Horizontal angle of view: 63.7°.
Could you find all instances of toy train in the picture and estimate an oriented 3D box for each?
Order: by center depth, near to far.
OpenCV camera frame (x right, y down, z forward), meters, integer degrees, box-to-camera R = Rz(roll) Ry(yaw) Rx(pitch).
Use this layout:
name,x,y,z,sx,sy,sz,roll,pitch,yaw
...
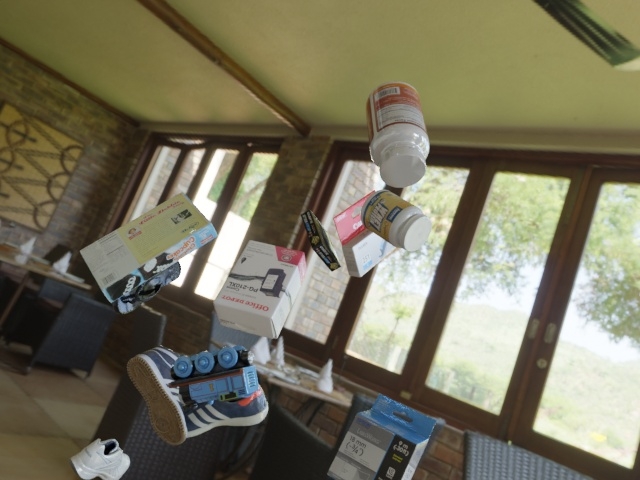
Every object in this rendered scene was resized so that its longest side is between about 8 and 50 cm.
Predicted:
name,x,y,z,sx,sy,sz,roll,pitch,yaw
toy train,-0.215,0.274,1.032,0.184,0.105,0.080,-15,-13,12

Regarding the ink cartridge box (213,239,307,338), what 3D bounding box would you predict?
name,x,y,z,sx,sy,sz,roll,pitch,yaw
ink cartridge box,-0.159,0.129,1.403,0.171,0.237,0.100,12,-41,15

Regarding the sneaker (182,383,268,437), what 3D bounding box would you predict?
name,x,y,z,sx,sy,sz,roll,pitch,yaw
sneaker,-0.342,0.493,1.575,0.349,0.148,0.131,-11,16,-1

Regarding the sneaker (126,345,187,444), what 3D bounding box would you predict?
name,x,y,z,sx,sy,sz,roll,pitch,yaw
sneaker,-0.446,0.442,1.512,0.099,0.283,0.153,-25,3,13

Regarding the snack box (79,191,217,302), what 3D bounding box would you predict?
name,x,y,z,sx,sy,sz,roll,pitch,yaw
snack box,-0.463,0.009,1.391,0.187,0.321,0.060,42,-23,38

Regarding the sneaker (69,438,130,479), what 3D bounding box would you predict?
name,x,y,z,sx,sy,sz,roll,pitch,yaw
sneaker,-0.742,0.768,1.809,0.111,0.129,0.297,43,-11,22

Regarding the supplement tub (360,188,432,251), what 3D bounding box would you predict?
name,x,y,z,sx,sy,sz,roll,pitch,yaw
supplement tub,0.240,-0.063,1.642,0.199,0.144,0.144,37,3,41

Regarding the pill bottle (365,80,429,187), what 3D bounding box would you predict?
name,x,y,z,sx,sy,sz,roll,pitch,yaw
pill bottle,0.159,-0.218,1.064,0.121,0.216,0.121,0,-38,0

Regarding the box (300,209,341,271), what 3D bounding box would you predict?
name,x,y,z,sx,sy,sz,roll,pitch,yaw
box,0.000,0.000,2.143,0.175,0.051,0.220,52,13,-43

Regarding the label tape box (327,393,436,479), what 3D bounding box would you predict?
name,x,y,z,sx,sy,sz,roll,pitch,yaw
label tape box,0.208,0.697,1.737,0.240,0.334,0.106,17,-24,34

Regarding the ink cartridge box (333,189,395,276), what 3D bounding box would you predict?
name,x,y,z,sx,sy,sz,roll,pitch,yaw
ink cartridge box,0.195,-0.034,2.113,0.066,0.296,0.261,5,-60,43

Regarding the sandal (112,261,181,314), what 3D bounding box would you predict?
name,x,y,z,sx,sy,sz,roll,pitch,yaw
sandal,-0.503,0.125,1.515,0.054,0.254,0.097,7,-58,32
